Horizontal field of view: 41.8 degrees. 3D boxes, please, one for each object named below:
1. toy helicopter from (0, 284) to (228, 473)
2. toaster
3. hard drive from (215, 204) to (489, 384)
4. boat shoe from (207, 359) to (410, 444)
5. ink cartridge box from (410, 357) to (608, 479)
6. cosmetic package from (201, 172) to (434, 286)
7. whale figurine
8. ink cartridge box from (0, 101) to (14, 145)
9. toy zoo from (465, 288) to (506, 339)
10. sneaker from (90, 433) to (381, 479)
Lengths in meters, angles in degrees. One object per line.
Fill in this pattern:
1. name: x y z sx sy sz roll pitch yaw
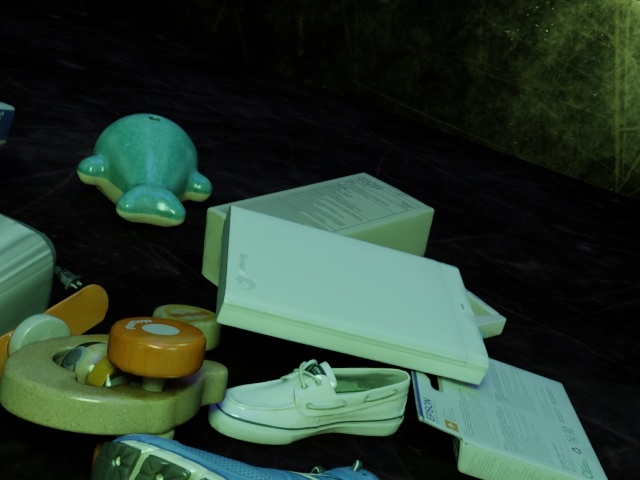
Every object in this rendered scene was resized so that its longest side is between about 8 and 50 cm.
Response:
1. toy helicopter: -0.200 0.117 0.851 0.235 0.140 0.355 10 8 9
2. toaster: -0.382 0.043 0.861 0.227 0.129 0.146 21 24 7
3. hard drive: 0.034 0.060 0.990 0.308 0.040 0.203 15 30 -13
4. boat shoe: -0.008 0.161 0.894 0.226 0.075 0.083 4 23 -30
5. ink cartridge box: 0.197 0.200 0.964 0.224 0.045 0.223 21 20 -6
6. cosmetic package: 0.000 0.000 1.216 0.309 0.113 0.160 -14 34 -40
7. whale figurine: -0.274 -0.115 1.338 0.216 0.141 0.272 10 21 -18
8. ink cartridge box: -0.593 -0.192 1.001 0.330 0.071 0.324 21 9 3
9. toy zoo: 0.147 0.085 1.283 0.192 0.030 0.293 2 24 -33
10. sneaker: -0.022 0.237 0.647 0.330 0.129 0.147 25 13 1
